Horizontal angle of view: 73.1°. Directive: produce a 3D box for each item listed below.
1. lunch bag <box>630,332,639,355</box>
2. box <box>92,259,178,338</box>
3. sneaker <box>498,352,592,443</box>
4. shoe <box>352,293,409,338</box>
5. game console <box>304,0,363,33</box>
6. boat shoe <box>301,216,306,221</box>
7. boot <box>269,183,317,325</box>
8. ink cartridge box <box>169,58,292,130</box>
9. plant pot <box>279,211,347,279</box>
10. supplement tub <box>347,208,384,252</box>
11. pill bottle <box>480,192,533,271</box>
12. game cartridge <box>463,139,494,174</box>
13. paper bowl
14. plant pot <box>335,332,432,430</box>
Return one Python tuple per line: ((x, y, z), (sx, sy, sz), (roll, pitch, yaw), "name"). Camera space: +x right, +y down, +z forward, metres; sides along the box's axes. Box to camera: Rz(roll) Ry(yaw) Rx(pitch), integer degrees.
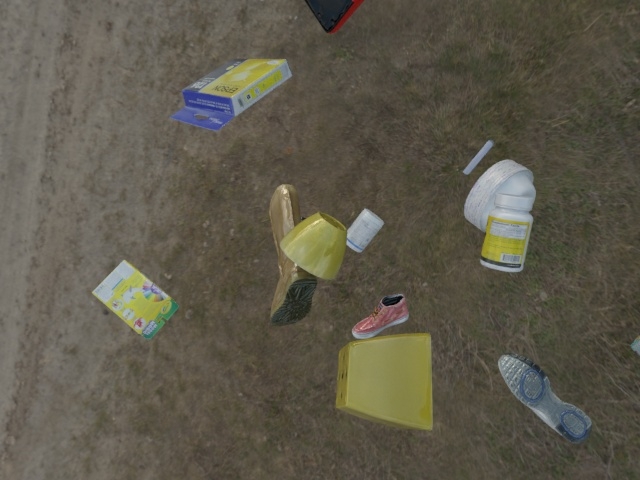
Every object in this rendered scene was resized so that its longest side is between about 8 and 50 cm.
((0.766, 0.166, 0.863), (0.224, 0.279, 0.108), (-39, 59, 2), "lunch bag")
((-0.418, 0.138, 0.992), (0.179, 0.043, 0.105), (35, 73, 15), "box")
((0.616, 0.447, 1.235), (0.111, 0.129, 0.297), (-41, 83, -8), "sneaker")
((0.168, 0.213, 1.237), (0.178, 0.063, 0.081), (-20, 121, -10), "shoe")
((0.011, -0.808, 1.133), (0.386, 0.060, 0.342), (55, 148, -7), "game console")
((-0.080, -0.066, 1.974), (0.228, 0.080, 0.076), (58, 133, 28), "boat shoe")
((-0.080, 0.040, 1.047), (0.236, 0.089, 0.269), (119, 146, -44), "boot")
((-0.294, -0.467, 1.339), (0.304, 0.307, 0.072), (24, 147, 41), "ink cartridge box")
((0.000, 0.000, 0.865), (0.134, 0.134, 0.095), (36, 105, 9), "plant pot")
((0.117, -0.027, 1.192), (0.071, 0.071, 0.107), (39, 104, 8), "supplement tub")
((0.532, -0.024, 1.227), (0.119, 0.119, 0.208), (10, 102, 16), "pill bottle")
((0.342, -0.179, 0.933), (0.017, 0.056, 0.083), (42, 119, 13), "game cartridge")
((0.708, -0.156, 1.666), (0.284, 0.284, 0.148), (-57, 49, 17), "paper bowl")
((0.143, 0.338, 1.052), (0.187, 0.212, 0.212), (7, 67, -5), "plant pot")
